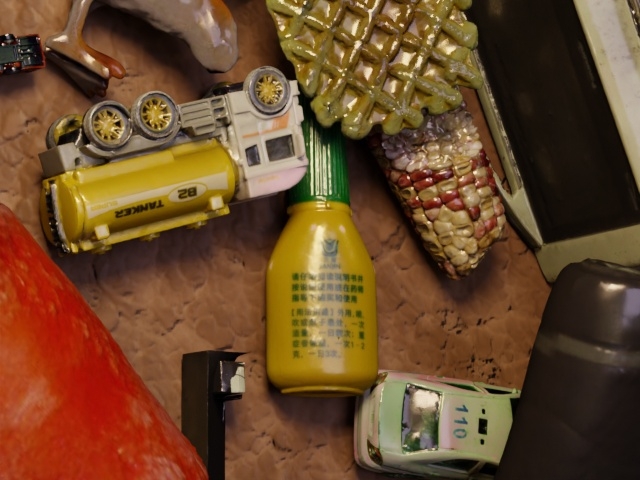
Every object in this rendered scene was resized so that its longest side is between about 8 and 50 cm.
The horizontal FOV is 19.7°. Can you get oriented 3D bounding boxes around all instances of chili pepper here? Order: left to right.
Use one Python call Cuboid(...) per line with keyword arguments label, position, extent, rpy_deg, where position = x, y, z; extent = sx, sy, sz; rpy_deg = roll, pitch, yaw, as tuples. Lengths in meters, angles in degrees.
Cuboid(label="chili pepper", position=(-0.217, 0.155, 1.300), extent=(0.305, 0.229, 0.251), rpy_deg=(47, 26, -15))

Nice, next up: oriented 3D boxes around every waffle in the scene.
Cuboid(label="waffle", position=(0.048, -0.178, 1.518), extent=(0.169, 0.036, 0.184), rpy_deg=(-22, 95, -12))

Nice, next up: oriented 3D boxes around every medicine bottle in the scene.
Cuboid(label="medicine bottle", position=(0.000, 0.000, 1.545), extent=(0.095, 0.064, 0.261), rpy_deg=(1, 79, -11))

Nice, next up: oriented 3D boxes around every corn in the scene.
Cuboid(label="corn", position=(0.079, -0.103, 1.592), extent=(0.098, 0.098, 0.290), rpy_deg=(-29, 96, -30))

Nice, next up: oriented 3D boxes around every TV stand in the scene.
Cuboid(label="TV stand", position=(-0.083, 0.217, 1.471), extent=(0.040, 0.049, 0.257), rpy_deg=(5, 79, -30))

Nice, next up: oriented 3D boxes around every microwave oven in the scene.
Cuboid(label="microwave oven", position=(0.305, -0.196, 1.651), extent=(0.333, 0.247, 0.394), rpy_deg=(-20, 92, -30))

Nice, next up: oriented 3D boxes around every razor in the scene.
Cuboid(label="razor", position=(0.233, 0.182, 1.537), extent=(0.204, 0.113, 0.349), rpy_deg=(5, 109, -40))

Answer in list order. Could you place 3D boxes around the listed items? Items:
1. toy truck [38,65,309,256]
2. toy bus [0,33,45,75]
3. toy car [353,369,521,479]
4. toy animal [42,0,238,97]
Cuboid(label="toy truck", position=(-0.120, -0.062, 1.471), extent=(0.226, 0.098, 0.114), rpy_deg=(-16, 93, -29))
Cuboid(label="toy bus", position=(-0.269, -0.139, 1.427), extent=(0.110, 0.043, 0.031), rpy_deg=(-12, 91, -33))
Cuboid(label="toy car", position=(0.133, 0.165, 1.589), extent=(0.224, 0.076, 0.090), rpy_deg=(11, 75, -28))
Cuboid(label="toy animal", position=(-0.170, -0.275, 1.465), extent=(0.284, 0.225, 0.302), rpy_deg=(20, 83, -6))
